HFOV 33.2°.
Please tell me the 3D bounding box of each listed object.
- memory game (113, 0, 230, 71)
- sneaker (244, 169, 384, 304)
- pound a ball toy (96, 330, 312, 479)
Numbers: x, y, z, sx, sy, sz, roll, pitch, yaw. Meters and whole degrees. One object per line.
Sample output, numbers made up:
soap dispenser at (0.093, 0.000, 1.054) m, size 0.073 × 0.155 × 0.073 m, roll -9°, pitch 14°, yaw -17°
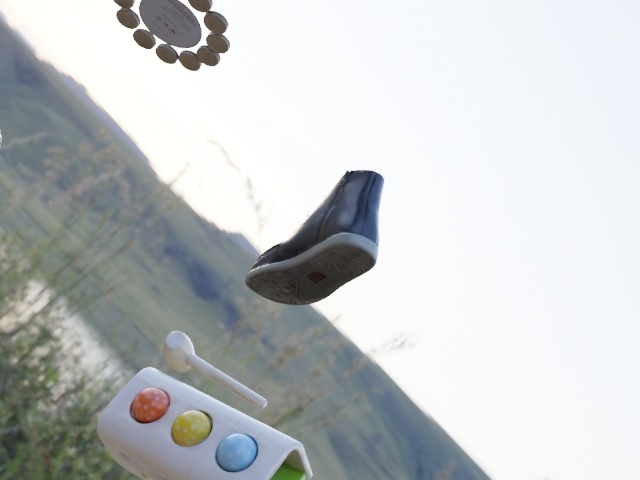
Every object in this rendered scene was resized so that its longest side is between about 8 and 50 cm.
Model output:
memory game at (-0.209, -0.310, 1.502) m, size 0.186 × 0.012 × 0.186 m, roll 19°, pitch -33°, yaw 13°
sneaker at (0.000, 0.000, 1.302) m, size 0.083 × 0.118 × 0.222 m, roll 36°, pitch -37°, yaw -28°
pound a ball toy at (-0.158, 0.246, 1.486) m, size 0.319 × 0.208 × 0.135 m, roll 22°, pitch -33°, yaw 32°
